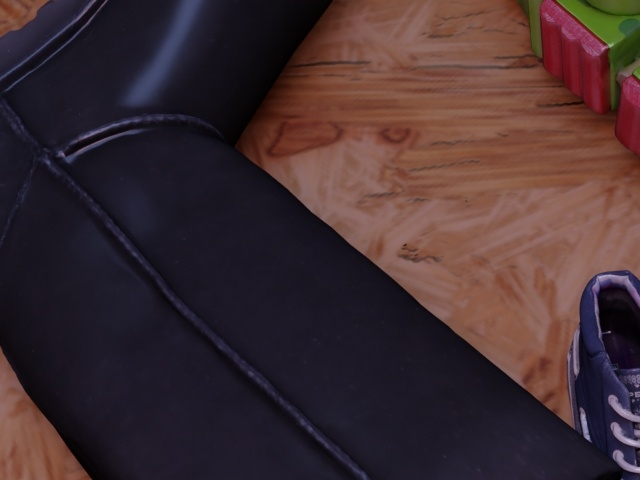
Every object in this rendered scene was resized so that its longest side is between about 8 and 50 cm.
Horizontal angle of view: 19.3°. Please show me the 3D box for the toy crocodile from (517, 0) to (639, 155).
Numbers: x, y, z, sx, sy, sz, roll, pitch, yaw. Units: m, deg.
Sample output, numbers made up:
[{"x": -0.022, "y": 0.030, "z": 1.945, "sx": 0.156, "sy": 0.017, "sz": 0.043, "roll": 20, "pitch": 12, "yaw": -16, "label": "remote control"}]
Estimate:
[{"x": 0.211, "y": -0.089, "z": 1.113, "sx": 0.105, "sy": 0.115, "sz": 0.340, "roll": -34, "pitch": 59, "yaw": -16, "label": "toy crocodile"}]

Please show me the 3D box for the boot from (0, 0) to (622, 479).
[{"x": -0.001, "y": 0.002, "z": 1.048, "sx": 0.367, "sy": 0.146, "sz": 0.445, "roll": -42, "pitch": 55, "yaw": -8, "label": "boot"}]

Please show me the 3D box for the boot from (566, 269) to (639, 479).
[{"x": 0.168, "y": 0.112, "z": 0.996, "sx": 0.069, "sy": 0.086, "sz": 0.190, "roll": -12, "pitch": 55, "yaw": -2, "label": "boot"}]
